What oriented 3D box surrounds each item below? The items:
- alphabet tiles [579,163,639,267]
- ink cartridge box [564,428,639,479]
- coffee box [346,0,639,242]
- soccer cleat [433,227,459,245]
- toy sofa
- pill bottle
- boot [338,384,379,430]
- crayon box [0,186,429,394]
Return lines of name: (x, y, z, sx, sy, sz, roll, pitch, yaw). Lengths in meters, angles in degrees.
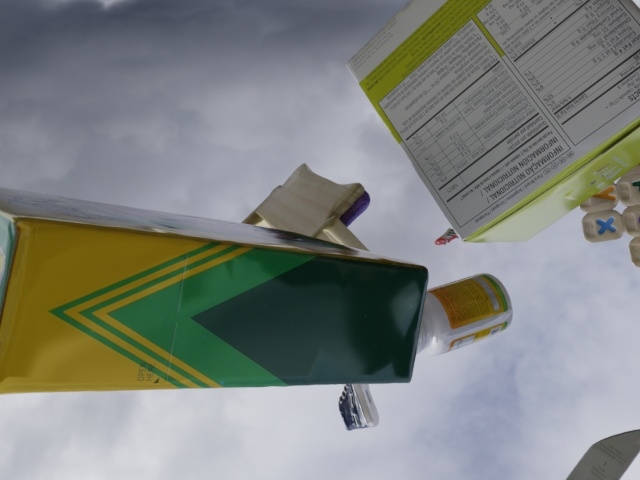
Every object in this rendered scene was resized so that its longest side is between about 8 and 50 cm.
alphabet tiles: (0.608, -0.098, 1.149, 0.278, 0.284, 0.021, -11, 174, 21)
ink cartridge box: (0.667, 0.461, 1.439, 0.091, 0.308, 0.385, 35, -98, 30)
coffee box: (0.313, -0.221, 0.964, 0.337, 0.338, 0.334, -1, -124, -58)
soccer cleat: (0.332, -0.013, 1.662, 0.083, 0.029, 0.036, -24, -123, 7)
toy sofa: (0.000, 0.000, 1.051, 0.177, 0.150, 0.362, -45, -159, -4)
pill bottle: (0.263, 0.160, 1.334, 0.245, 0.136, 0.136, -14, -147, -22)
boot: (0.075, 0.376, 1.586, 0.086, 0.190, 0.069, -20, 170, 24)
crayon box: (-0.147, 0.029, 0.561, 0.313, 0.106, 0.363, 7, -177, -37)
